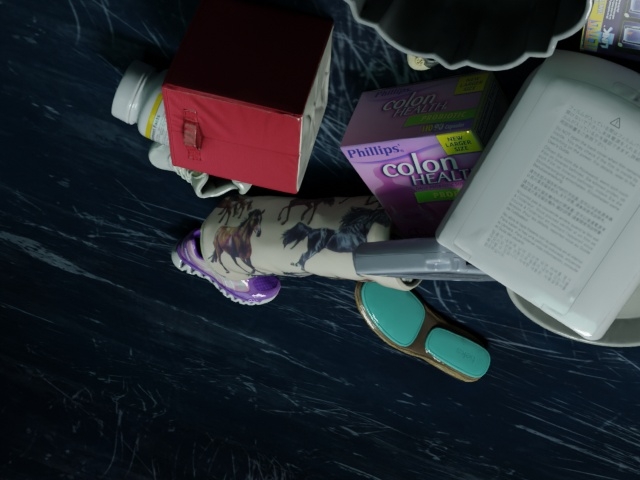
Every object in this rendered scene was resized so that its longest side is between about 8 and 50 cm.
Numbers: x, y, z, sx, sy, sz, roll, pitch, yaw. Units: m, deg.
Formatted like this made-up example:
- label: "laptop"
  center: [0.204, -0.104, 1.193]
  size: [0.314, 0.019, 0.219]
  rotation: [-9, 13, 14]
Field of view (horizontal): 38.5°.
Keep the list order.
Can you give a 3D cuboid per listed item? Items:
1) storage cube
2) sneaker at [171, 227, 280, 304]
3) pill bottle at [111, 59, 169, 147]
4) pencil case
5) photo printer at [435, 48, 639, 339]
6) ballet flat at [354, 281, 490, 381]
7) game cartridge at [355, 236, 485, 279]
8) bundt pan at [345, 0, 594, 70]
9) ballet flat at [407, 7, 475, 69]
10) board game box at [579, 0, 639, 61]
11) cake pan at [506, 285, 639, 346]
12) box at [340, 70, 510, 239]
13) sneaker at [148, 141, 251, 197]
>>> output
- label: "storage cube"
  center: [-0.099, -0.205, 1.307]
  size: [0.193, 0.215, 0.184]
  rotation: [13, 148, 4]
- label: "sneaker"
  center: [-0.187, 0.047, 1.872]
  size: [0.236, 0.095, 0.104]
  rotation: [27, 141, -5]
- label: "pill bottle"
  center: [-0.219, -0.203, 1.472]
  size: [0.208, 0.119, 0.119]
  rotation: [25, 149, -2]
- label: "pencil case"
  center: [0.000, 0.000, 1.606]
  size: [0.410, 0.160, 0.183]
  rotation: [1, 173, 31]
- label: "photo printer"
  center: [0.323, -0.067, 1.148]
  size: [0.256, 0.107, 0.307]
  rotation: [33, 111, 15]
- label: "ballet flat"
  center: [0.185, 0.174, 1.829]
  size: [0.342, 0.116, 0.124]
  rotation: [30, 168, -20]
- label: "game cartridge"
  center: [0.206, 0.032, 1.404]
  size: [0.297, 0.062, 0.198]
  rotation: [5, 177, -42]
- label: "bundt pan"
  center: [0.155, -0.348, 0.989]
  size: [0.330, 0.124, 0.331]
  rotation: [20, 149, 12]
- label: "ballet flat"
  center: [0.165, -0.268, 1.191]
  size: [0.057, 0.049, 0.173]
  rotation: [34, 147, -16]
- label: "board game box"
  center: [0.379, -0.279, 1.039]
  size: [0.141, 0.048, 0.170]
  rotation: [15, 149, 16]
- label: "cake pan"
  center: [0.460, 0.079, 1.531]
  size: [0.293, 0.054, 0.293]
  rotation: [16, 149, 10]
- label: "box"
  center: [0.188, -0.111, 1.353]
  size: [0.213, 0.117, 0.243]
  rotation: [-3, 140, 36]
- label: "sneaker"
  center: [-0.210, -0.129, 1.582]
  size: [0.232, 0.115, 0.090]
  rotation: [6, 145, 26]
